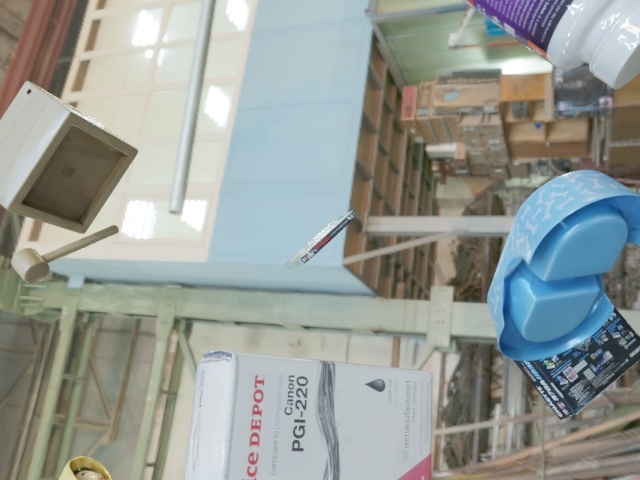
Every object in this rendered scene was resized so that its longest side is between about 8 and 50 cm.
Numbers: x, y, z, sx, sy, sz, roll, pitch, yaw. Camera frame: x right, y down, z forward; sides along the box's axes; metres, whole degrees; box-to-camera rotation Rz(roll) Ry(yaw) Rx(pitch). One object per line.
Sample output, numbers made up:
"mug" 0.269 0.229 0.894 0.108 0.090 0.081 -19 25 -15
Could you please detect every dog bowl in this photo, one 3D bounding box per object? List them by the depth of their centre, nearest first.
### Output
"dog bowl" 0.309 0.036 0.817 0.074 0.165 0.297 -109 17 -44

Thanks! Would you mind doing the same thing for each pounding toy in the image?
"pounding toy" -0.327 -0.057 0.771 0.206 0.094 0.181 -56 -22 1

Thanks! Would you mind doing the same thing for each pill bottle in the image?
"pill bottle" 0.224 -0.230 0.591 0.108 0.193 0.108 -35 -24 -19

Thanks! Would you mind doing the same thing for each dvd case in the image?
"dvd case" 0.000 0.000 1.013 0.119 0.087 0.013 -43 -83 -18

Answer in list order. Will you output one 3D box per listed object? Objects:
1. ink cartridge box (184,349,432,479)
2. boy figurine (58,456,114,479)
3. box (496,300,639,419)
"ink cartridge box" -0.007 0.192 0.591 0.217 0.092 0.159 10 -106 -26
"boy figurine" -0.248 0.375 0.890 0.177 0.285 0.092 10 -94 -65
"box" 0.452 0.184 1.128 0.220 0.175 0.051 -29 -18 -25
